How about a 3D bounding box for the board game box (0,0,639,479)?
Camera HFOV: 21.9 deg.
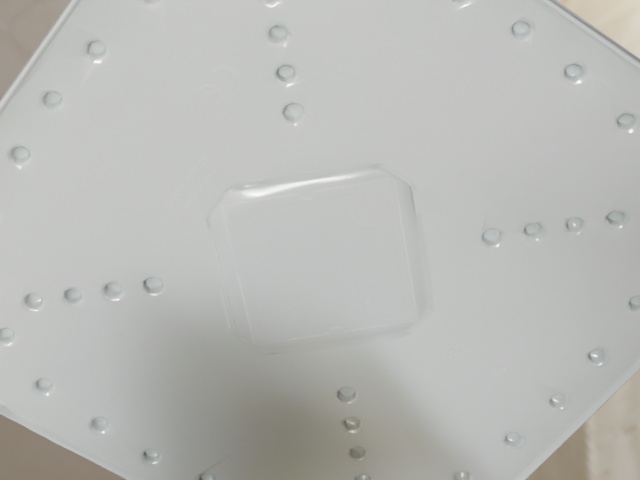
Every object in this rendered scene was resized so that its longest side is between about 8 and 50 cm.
[{"bbox_3d":[0.000,0.000,0.935,0.390,0.390,0.050,31,-153,-20],"label":"board game box"}]
